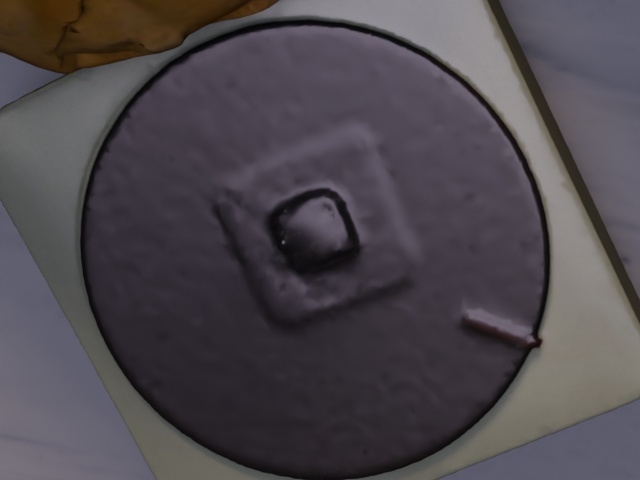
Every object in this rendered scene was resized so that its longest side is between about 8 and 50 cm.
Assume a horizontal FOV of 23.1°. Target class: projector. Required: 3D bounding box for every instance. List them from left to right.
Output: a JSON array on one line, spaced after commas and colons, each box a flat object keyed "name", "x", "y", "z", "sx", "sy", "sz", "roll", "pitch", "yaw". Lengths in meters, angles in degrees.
[{"name": "projector", "x": 0.000, "y": 0.000, "z": 0.774, "sx": 0.257, "sy": 0.079, "sz": 0.259, "roll": -24, "pitch": 100, "yaw": 16}]

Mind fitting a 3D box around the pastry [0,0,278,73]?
[{"name": "pastry", "x": -0.113, "y": -0.219, "z": 0.674, "sx": 0.316, "sy": 0.184, "sz": 0.284, "roll": 38, "pitch": 89, "yaw": 2}]
